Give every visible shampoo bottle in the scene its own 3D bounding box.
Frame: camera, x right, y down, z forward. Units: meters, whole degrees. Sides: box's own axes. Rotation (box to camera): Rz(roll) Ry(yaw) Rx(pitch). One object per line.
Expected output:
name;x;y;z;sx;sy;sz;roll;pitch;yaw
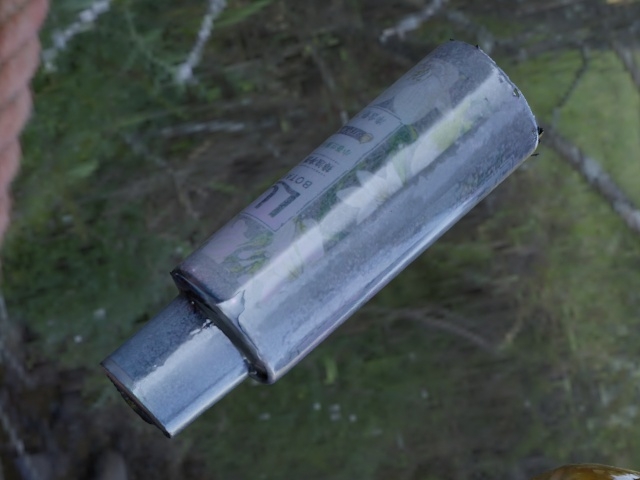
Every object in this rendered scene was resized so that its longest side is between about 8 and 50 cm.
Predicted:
shampoo bottle;0.000;0.000;0.653;0.072;0.214;0.072;44;-17;17

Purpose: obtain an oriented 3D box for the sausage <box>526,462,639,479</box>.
sausage;0.238;0.211;0.802;0.354;0.134;0.116;25;40;-31
